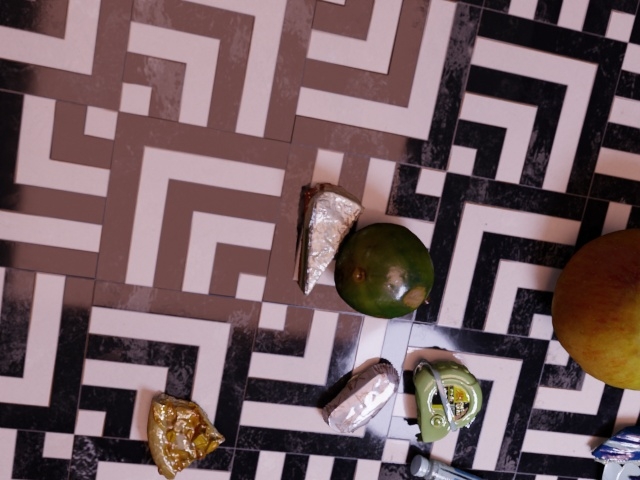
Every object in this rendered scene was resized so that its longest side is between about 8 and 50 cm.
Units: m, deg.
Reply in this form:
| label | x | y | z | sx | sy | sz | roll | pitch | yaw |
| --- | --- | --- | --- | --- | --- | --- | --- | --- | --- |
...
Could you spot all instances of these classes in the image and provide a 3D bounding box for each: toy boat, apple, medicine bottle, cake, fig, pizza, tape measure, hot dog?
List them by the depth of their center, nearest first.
| label | x | y | z | sx | sy | sz | roll | pitch | yaw |
| --- | --- | --- | --- | --- | --- | --- | --- | --- | --- |
| cake | -0.014 | -0.013 | 1.355 | 0.117 | 0.086 | 0.220 | 35 | 94 | -16 |
| fig | 0.143 | 0.071 | 1.375 | 0.245 | 0.195 | 0.195 | 24 | 99 | -51 |
| apple | 0.659 | 0.146 | 1.402 | 0.340 | 0.339 | 0.339 | -2 | 102 | -10 |
| pizza | -0.279 | 0.413 | 1.413 | 0.161 | 0.062 | 0.182 | 5 | 100 | -13 |
| hot dog | 0.092 | 0.341 | 1.470 | 0.192 | 0.053 | 0.099 | -43 | 107 | -2 |
| tape measure | 0.273 | 0.339 | 1.482 | 0.154 | 0.087 | 0.177 | -8 | 102 | 4 |
| medicine bottle | 0.298 | 0.541 | 1.550 | 0.191 | 0.051 | 0.051 | 25 | 97 | -13 |
| toy boat | 0.762 | 0.569 | 1.635 | 0.210 | 0.070 | 0.291 | -16 | 108 | -2 |
